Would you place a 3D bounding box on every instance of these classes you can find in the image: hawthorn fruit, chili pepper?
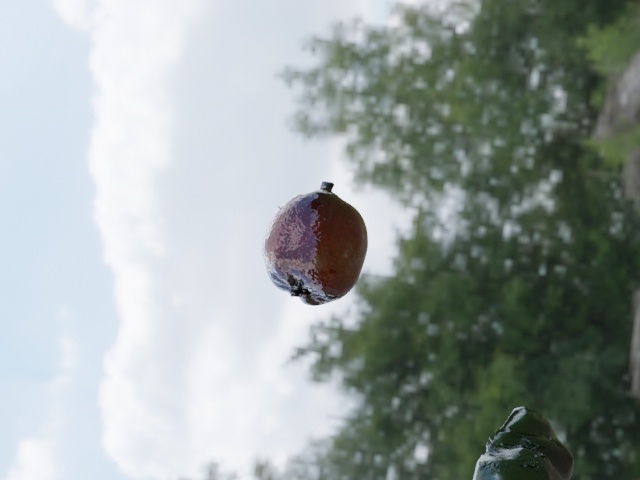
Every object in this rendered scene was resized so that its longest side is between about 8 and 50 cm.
[{"bbox_3d":[0.000,0.000,2.430,0.169,0.169,0.188,68,-139,-67],"label":"hawthorn fruit"},{"bbox_3d":[0.273,0.314,2.061,0.264,0.116,0.148,-37,-63,-63],"label":"chili pepper"}]
